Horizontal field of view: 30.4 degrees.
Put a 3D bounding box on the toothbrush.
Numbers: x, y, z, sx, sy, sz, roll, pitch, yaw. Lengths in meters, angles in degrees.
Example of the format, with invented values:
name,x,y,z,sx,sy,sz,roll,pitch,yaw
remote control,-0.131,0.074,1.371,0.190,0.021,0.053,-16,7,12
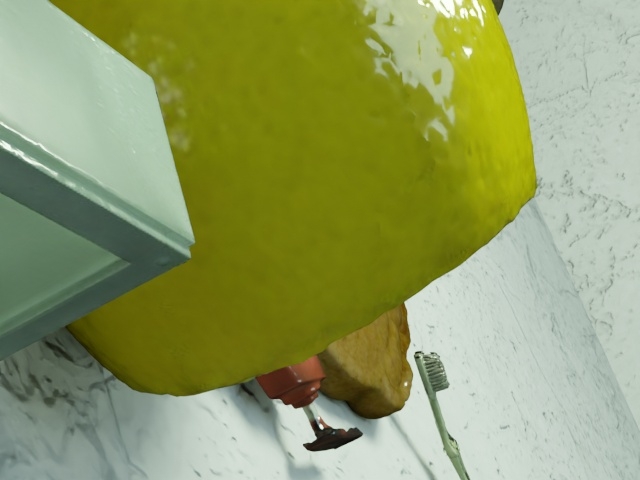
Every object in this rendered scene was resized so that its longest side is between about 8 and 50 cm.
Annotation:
name,x,y,z,sx,sy,sz,roll,pitch,yaw
toothbrush,0.154,0.248,1.264,0.026,0.028,0.294,-65,139,-69

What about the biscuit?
name,x,y,z,sx,sy,sz,roll,pitch,yaw
biscuit,0.000,0.000,1.224,0.359,0.074,0.381,62,20,-7

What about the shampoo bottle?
name,x,y,z,sx,sy,sz,roll,pitch,yaw
shampoo bottle,-0.052,0.054,0.977,0.284,0.071,0.153,64,15,1

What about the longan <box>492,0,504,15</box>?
name,x,y,z,sx,sy,sz,roll,pitch,yaw
longan,0.082,-0.412,1.651,0.404,0.336,0.404,15,43,-15

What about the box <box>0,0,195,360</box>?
name,x,y,z,sx,sy,sz,roll,pitch,yaw
box,-0.179,0.000,0.432,0.129,0.225,0.086,35,32,-55

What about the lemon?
name,x,y,z,sx,sy,sz,roll,pitch,yaw
lemon,-0.058,-0.103,0.734,0.364,0.364,0.364,52,19,-27
